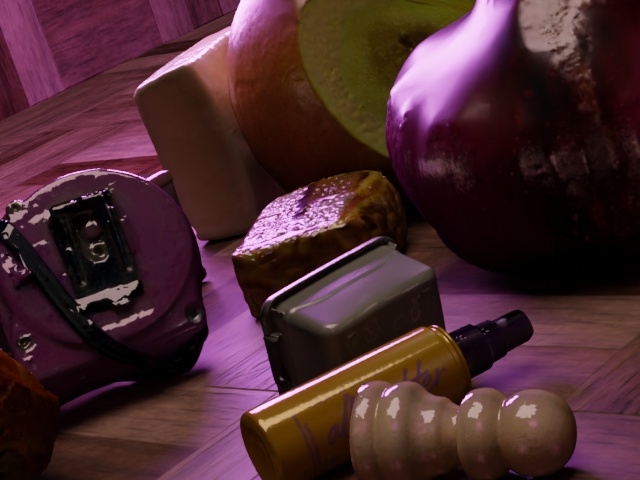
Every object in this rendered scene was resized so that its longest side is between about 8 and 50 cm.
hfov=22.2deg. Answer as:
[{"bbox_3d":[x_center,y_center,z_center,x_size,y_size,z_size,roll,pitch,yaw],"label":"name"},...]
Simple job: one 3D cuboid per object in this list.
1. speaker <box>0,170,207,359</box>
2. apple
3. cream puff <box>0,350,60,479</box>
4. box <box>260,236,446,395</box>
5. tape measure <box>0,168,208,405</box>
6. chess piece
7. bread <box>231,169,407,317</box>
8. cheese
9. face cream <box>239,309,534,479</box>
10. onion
[{"bbox_3d":[-0.282,0.029,1.981,0.192,0.153,0.231,-6,20,37],"label":"speaker"},{"bbox_3d":[0.071,-0.219,2.085,0.384,0.374,0.374,-8,19,34],"label":"apple"},{"bbox_3d":[-0.394,0.165,1.491,0.303,0.303,0.212,10,71,59],"label":"cream puff"},{"bbox_3d":[0.040,0.084,1.526,0.172,0.124,0.093,-30,30,-31],"label":"box"},{"bbox_3d":[-0.235,0.050,1.740,0.231,0.245,0.149,-23,-21,-9],"label":"tape measure"},{"bbox_3d":[0.116,0.149,1.278,0.170,0.094,0.094,-8,19,22],"label":"chess piece"},{"bbox_3d":[0.000,0.000,1.883,0.181,0.096,0.222,-15,17,19],"label":"bread"},{"bbox_3d":[-0.122,-0.156,2.260,0.123,0.243,0.265,-21,13,25],"label":"cheese"},{"bbox_3d":[0.066,0.128,1.414,0.273,0.078,0.078,-24,17,-20],"label":"face cream"},{"bbox_3d":[0.238,-0.192,1.661,0.398,0.420,0.398,-16,31,10],"label":"onion"}]
